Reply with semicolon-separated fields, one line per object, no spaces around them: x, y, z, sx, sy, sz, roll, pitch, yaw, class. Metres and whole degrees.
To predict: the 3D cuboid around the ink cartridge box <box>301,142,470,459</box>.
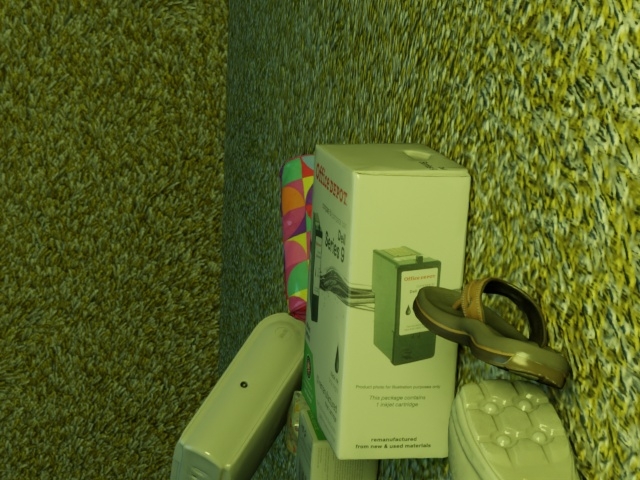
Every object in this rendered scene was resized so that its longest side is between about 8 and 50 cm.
0.060;0.052;1.265;0.211;0.121;0.289;-134;45;-74;ink cartridge box

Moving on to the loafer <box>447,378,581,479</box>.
0.150;0.229;0.858;0.319;0.112;0.111;-92;3;-57;loafer

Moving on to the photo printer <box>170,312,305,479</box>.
-0.117;0.274;1.939;0.307;0.107;0.256;-56;-12;-36;photo printer

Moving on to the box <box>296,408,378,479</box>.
0.021;0.278;1.562;0.101;0.087;0.102;-120;33;-69;box

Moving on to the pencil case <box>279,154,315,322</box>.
0.000;0.000;1.667;0.104;0.104;0.236;112;154;-62;pencil case

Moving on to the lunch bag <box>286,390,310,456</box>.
-0.026;0.287;1.902;0.071;0.053;0.083;104;174;-52;lunch bag

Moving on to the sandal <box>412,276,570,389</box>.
0.138;0.061;0.970;0.219;0.090;0.060;-141;69;-78;sandal
